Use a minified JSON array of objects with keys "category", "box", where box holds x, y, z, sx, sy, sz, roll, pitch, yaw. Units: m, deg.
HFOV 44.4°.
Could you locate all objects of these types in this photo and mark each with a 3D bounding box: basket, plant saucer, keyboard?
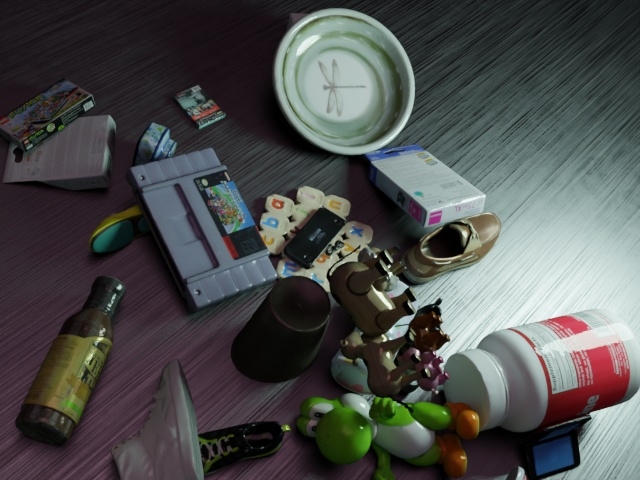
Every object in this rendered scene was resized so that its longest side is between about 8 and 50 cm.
[{"category":"basket","box":[-0.071,0.182,1.644,0.205,0.227,0.154,-12,63,-24]},{"category":"plant saucer","box":[0.054,-0.417,2.106,0.401,0.100,0.400,2,83,-18]},{"category":"keyboard","box":[0.000,0.000,1.887,0.108,0.023,0.180,32,54,12]}]

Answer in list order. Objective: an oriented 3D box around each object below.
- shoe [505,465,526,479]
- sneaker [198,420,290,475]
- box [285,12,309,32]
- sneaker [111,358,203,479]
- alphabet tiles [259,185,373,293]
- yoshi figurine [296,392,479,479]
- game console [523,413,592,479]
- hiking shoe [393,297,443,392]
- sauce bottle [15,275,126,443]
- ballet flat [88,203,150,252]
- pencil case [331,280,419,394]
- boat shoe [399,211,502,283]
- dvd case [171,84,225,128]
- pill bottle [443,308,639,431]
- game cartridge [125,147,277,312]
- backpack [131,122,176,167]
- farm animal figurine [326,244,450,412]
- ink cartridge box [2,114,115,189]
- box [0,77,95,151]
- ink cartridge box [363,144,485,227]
[{"category":"shoe","box":[0.418,0.574,1.654,0.081,0.063,0.178,29,59,0]},{"category":"sneaker","box":[-0.176,0.397,1.550,0.235,0.097,0.084,-11,62,-24]},{"category":"box","box":[-0.010,-0.559,2.204,0.171,0.130,0.091,-5,59,-20]},{"category":"sneaker","box":[-0.328,0.361,1.516,0.169,0.108,0.292,-17,41,-2]},{"category":"alphabet tiles","box":[-0.015,-0.005,1.911,0.278,0.021,0.284,18,55,-7]},{"category":"yoshi figurine","box":[0.134,0.402,1.594,0.363,0.203,0.203,8,64,-7]},{"category":"game console","box":[0.531,0.455,1.727,0.144,0.124,0.085,-9,60,-23]},{"category":"hiking shoe","box":[0.222,0.232,1.776,0.086,0.114,0.226,22,54,-3]},{"category":"sauce bottle","box":[-0.481,0.225,1.553,0.112,0.111,0.344,20,56,-5]},{"category":"ballet flat","box":[-0.434,-0.042,1.775,0.231,0.077,0.077,-29,49,-34]},{"category":"pencil case","box":[0.124,0.211,1.757,0.124,0.113,0.273,40,53,-16]},{"category":"boat shoe","box":[0.345,0.005,1.961,0.324,0.116,0.123,-29,73,-31]},{"category":"dvd case","box":[-0.317,-0.349,2.040,0.087,0.013,0.119,-33,74,-32]},{"category":"pill bottle","box":[0.493,0.296,1.754,0.408,0.229,0.229,-9,62,-23]},{"category":"game cartridge","box":[-0.264,-0.034,1.776,0.230,0.068,0.355,-22,78,-31]},{"category":"backpack","box":[-0.392,-0.218,1.868,0.084,0.114,0.105,22,53,-4]},{"category":"farm animal figurine","box":[0.115,0.174,1.577,0.326,0.172,0.330,61,18,7]},{"category":"ink cartridge box","box":[-0.607,-0.204,1.841,0.233,0.066,0.189,-7,57,4]},{"category":"box","box":[-0.650,-0.298,1.850,0.114,0.036,0.207,31,58,27]},{"category":"ink cartridge box","box":[0.256,-0.149,2.021,0.186,0.065,0.311,-14,40,-26]}]
